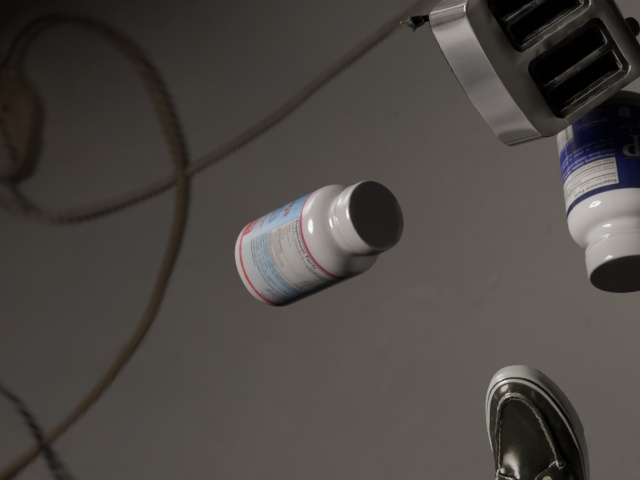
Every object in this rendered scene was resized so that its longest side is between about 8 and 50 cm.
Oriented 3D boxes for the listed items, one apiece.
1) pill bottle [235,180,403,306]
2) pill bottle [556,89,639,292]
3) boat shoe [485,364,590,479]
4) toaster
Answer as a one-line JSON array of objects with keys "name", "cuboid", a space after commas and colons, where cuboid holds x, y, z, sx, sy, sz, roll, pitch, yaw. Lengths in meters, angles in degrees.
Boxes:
[{"name": "pill bottle", "cuboid": [0.000, 0.000, 1.795, 0.160, 0.087, 0.087, -25, 109, 46]}, {"name": "pill bottle", "cuboid": [0.302, -0.047, 1.990, 0.112, 0.186, 0.112, -3, 151, -2]}, {"name": "boat shoe", "cuboid": [0.186, 0.212, 1.626, 0.078, 0.070, 0.219, -14, 102, 23]}, {"name": "toaster", "cuboid": [0.209, -0.196, 1.928, 0.186, 0.110, 0.168, -34, 98, -14]}]
